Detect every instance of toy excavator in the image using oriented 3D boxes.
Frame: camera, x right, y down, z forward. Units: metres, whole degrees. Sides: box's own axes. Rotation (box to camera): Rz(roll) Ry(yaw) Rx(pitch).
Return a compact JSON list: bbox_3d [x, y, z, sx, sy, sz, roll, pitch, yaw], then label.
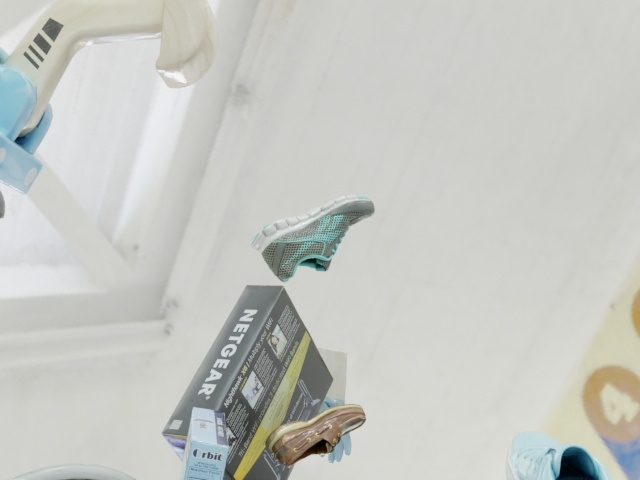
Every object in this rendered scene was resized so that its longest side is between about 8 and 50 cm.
[{"bbox_3d":[-0.406,-0.203,1.152,0.445,0.432,0.222,-62,-7,-5],"label":"toy excavator"}]

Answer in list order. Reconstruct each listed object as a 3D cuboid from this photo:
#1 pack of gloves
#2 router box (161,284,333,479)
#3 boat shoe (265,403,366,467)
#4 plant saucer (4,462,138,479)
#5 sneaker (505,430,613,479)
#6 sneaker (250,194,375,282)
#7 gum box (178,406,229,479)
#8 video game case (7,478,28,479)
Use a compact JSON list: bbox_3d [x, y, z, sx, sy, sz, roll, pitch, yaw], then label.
[{"bbox_3d":[-0.018,0.303,1.717,0.046,0.195,0.232,-19,-70,-54],"label":"pack of gloves"},{"bbox_3d":[-0.104,0.263,1.454,0.309,0.081,0.243,-62,-40,-40],"label":"router box"},{"bbox_3d":[0.002,0.304,1.392,0.178,0.060,0.064,-12,-40,-35],"label":"boat shoe"},{"bbox_3d":[-0.403,0.500,1.305,0.400,0.100,0.401,-8,-75,-32],"label":"plant saucer"},{"bbox_3d":[0.383,0.361,1.382,0.135,0.366,0.150,-1,-73,-8],"label":"sneaker"},{"bbox_3d":[0.000,0.000,1.095,0.166,0.076,0.065,-23,-11,-21],"label":"sneaker"},{"bbox_3d":[-0.135,0.285,0.952,0.041,0.157,0.184,12,-90,-7],"label":"gum box"},{"bbox_3d":[-0.254,0.429,0.829,0.036,0.300,0.329,-7,-40,-13],"label":"video game case"}]
